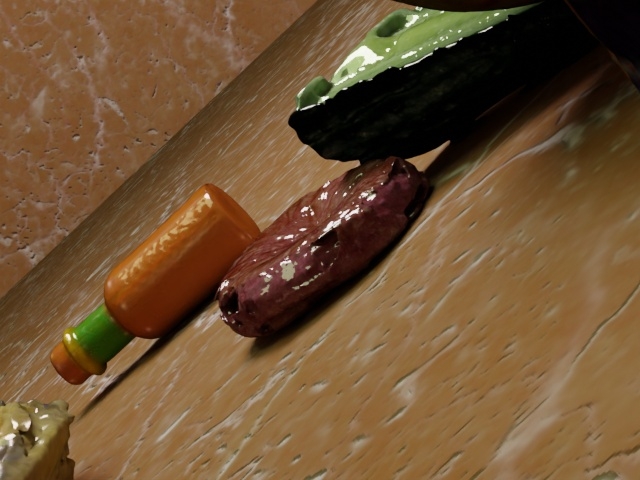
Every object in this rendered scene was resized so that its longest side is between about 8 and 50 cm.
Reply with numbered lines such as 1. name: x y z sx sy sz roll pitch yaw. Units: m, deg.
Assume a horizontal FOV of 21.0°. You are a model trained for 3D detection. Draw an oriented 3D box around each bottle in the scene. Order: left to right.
1. bottle: -0.130 0.039 1.306 0.187 0.069 0.069 -41 9 10

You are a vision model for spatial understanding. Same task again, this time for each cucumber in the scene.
1. cucumber: 0.087 -0.110 1.026 0.193 0.086 0.115 -29 17 36

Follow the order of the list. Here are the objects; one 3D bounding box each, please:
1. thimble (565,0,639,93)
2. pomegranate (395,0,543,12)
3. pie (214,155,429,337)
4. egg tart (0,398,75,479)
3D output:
1. thimble: 0.180 -0.161 0.646 0.237 0.150 0.237 -39 12 10
2. pomegranate: 0.060 -0.285 0.874 0.291 0.323 0.291 -22 -14 -6
3. pie: 0.000 0.000 1.019 0.153 0.038 0.153 -40 11 9
4. egg tart: -0.294 0.205 1.033 0.352 0.150 0.352 -46 9 9
